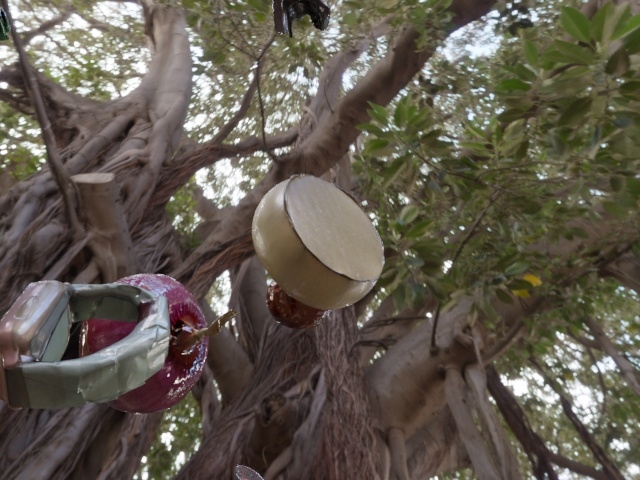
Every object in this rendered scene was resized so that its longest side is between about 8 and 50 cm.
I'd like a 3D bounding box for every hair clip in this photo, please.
[{"bbox_3d":[-0.034,-0.297,0.523,0.056,0.146,0.187,-12,-96,0],"label":"hair clip"}]

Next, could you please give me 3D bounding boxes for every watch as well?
[{"bbox_3d":[-0.381,0.172,0.888,0.241,0.253,0.162,10,-60,-8],"label":"watch"}]

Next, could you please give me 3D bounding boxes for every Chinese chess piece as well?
[{"bbox_3d":[0.000,0.000,1.252,0.338,0.338,0.140,40,-56,-15],"label":"Chinese chess piece"}]

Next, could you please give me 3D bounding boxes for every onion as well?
[{"bbox_3d":[-0.430,0.262,1.343,0.345,0.358,0.358,-5,-59,49],"label":"onion"}]

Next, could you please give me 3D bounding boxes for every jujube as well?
[{"bbox_3d":[-0.044,0.169,1.505,0.190,0.255,0.190,-5,-104,23],"label":"jujube"}]

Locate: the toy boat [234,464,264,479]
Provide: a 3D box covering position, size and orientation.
[{"bbox_3d":[-0.124,0.472,0.974,0.096,0.034,0.122,31,-42,24],"label":"toy boat"}]

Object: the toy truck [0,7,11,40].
[{"bbox_3d":[-0.443,-0.323,0.640,0.080,0.078,0.154,-20,-67,-25],"label":"toy truck"}]
